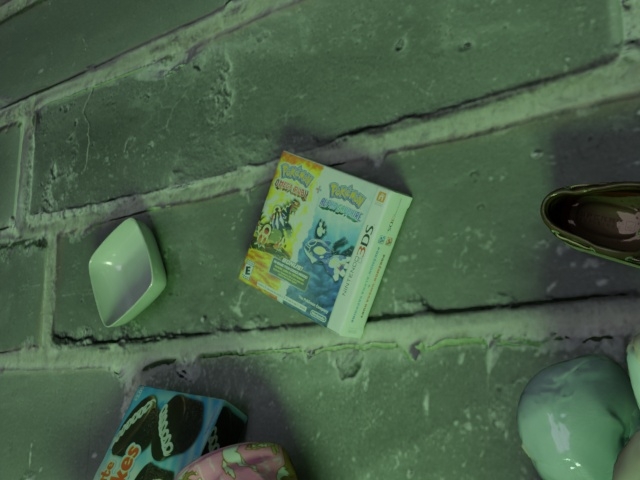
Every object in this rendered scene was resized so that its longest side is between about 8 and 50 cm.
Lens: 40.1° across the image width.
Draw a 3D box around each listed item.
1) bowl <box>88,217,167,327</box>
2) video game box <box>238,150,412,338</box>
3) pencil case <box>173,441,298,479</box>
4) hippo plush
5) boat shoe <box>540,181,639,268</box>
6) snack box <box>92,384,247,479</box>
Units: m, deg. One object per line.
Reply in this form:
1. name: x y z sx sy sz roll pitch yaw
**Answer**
1. bowl: -0.293 0.051 1.364 0.142 0.053 0.142 -42 56 29
2. video game box: 0.000 0.000 1.115 0.205 0.048 0.187 24 95 42
3. pencil case: -0.060 0.407 0.955 0.386 0.167 0.160 -112 15 -46
4. hippo plush: 0.304 0.150 0.725 0.234 0.294 0.236 -64 19 -13
5. boat shoe: 0.318 -0.008 0.793 0.257 0.095 0.095 5 84 43
6. snack box: -0.238 0.357 1.162 0.187 0.060 0.322 0 57 42
